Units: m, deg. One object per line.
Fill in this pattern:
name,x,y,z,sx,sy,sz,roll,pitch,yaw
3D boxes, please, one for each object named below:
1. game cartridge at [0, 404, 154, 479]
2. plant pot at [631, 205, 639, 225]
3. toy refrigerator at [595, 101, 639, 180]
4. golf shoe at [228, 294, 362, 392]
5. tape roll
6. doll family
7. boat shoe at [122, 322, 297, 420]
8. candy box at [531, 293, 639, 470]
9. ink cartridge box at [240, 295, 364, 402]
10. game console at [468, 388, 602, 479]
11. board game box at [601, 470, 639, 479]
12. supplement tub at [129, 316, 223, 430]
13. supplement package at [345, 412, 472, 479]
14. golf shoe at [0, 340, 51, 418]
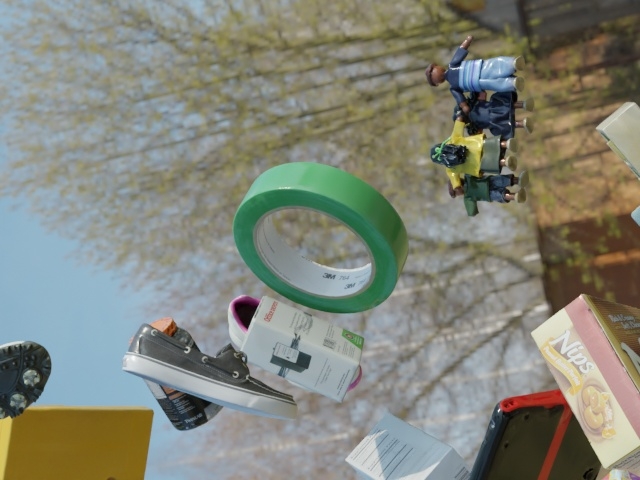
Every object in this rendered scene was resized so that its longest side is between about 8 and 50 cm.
game cartridge,-0.458,0.442,2.149,0.324,0.053,0.285,11,-92,-47
plant pot,0.598,-0.010,1.474,0.247,0.248,0.252,-4,-124,-50
toy refrigerator,0.684,-0.151,2.404,0.269,0.094,0.102,49,-171,-3
golf shoe,-0.061,0.204,2.324,0.115,0.306,0.140,-58,-22,-21
tape roll,0.000,0.000,2.169,0.077,0.321,0.321,-64,-34,-40
doll family,0.169,-0.125,1.296,0.076,0.111,0.193,14,-97,-54
boat shoe,-0.129,0.161,1.464,0.080,0.229,0.076,139,149,-74
candy box,0.402,0.178,1.403,0.316,0.087,0.183,13,-138,-46
ink cartridge box,-0.034,0.196,2.158,0.153,0.208,0.087,-65,-1,-74
game console,0.315,0.411,1.854,0.342,0.060,0.386,3,-71,-45
board game box,0.512,0.563,2.120,0.144,0.275,0.142,28,-150,-16
supplement tub,-0.261,0.241,2.144,0.190,0.117,0.117,61,-165,-16
supplement package,0.183,0.452,2.274,0.139,0.134,0.244,50,165,-25
golf shoe,-0.478,0.206,1.673,0.105,0.273,0.120,45,-154,-19
